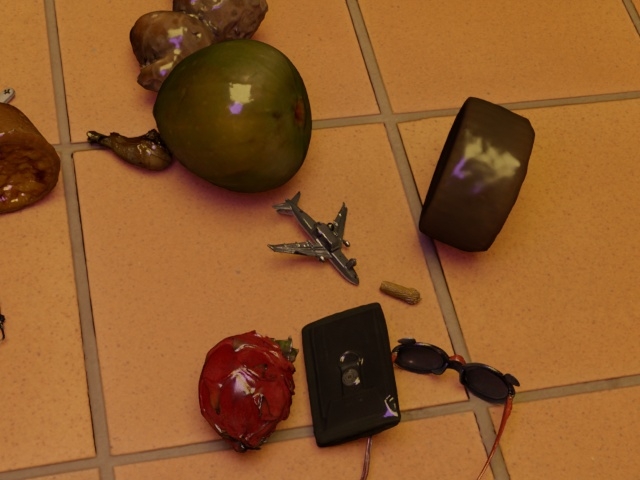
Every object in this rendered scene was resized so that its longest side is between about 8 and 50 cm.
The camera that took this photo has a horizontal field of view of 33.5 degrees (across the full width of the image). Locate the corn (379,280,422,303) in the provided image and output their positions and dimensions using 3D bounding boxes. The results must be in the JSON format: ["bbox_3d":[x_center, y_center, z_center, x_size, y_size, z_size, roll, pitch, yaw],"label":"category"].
[{"bbox_3d":[0.153,0.098,2.012,0.083,0.028,0.027,20,37,4],"label":"corn"}]

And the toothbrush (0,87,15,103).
[{"bbox_3d":[-0.701,-0.204,2.076,0.030,0.030,0.304,31,59,11],"label":"toothbrush"}]

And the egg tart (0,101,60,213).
[{"bbox_3d":[-0.599,-0.165,1.975,0.203,0.202,0.147,-17,54,-18],"label":"egg tart"}]

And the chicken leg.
[{"bbox_3d":[-0.375,-0.190,2.100,0.178,0.070,0.093,12,51,11],"label":"chicken leg"}]

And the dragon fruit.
[{"bbox_3d":[-0.124,0.246,1.795,0.172,0.172,0.209,18,56,3],"label":"dragon fruit"}]

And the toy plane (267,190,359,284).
[{"bbox_3d":[0.000,-0.003,2.036,0.226,0.058,0.226,43,46,18],"label":"toy plane"}]

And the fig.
[{"bbox_3d":[-0.178,-0.239,2.041,0.316,0.316,0.316,4,58,-6],"label":"fig"}]

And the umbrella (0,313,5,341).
[{"bbox_3d":[-0.576,0.118,1.899,0.022,0.022,0.148,-10,56,-9],"label":"umbrella"}]

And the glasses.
[{"bbox_3d":[0.202,0.317,1.832,0.234,0.118,0.268,20,57,3],"label":"glasses"}]

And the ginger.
[{"bbox_3d":[-0.271,-0.445,2.216,0.256,0.176,0.375,17,57,24],"label":"ginger"}]

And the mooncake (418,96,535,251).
[{"bbox_3d":[0.300,-0.121,2.026,0.156,0.284,0.284,22,58,-1],"label":"mooncake"}]

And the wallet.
[{"bbox_3d":[0.048,0.230,1.863,0.169,0.052,0.245,-22,54,19],"label":"wallet"}]
